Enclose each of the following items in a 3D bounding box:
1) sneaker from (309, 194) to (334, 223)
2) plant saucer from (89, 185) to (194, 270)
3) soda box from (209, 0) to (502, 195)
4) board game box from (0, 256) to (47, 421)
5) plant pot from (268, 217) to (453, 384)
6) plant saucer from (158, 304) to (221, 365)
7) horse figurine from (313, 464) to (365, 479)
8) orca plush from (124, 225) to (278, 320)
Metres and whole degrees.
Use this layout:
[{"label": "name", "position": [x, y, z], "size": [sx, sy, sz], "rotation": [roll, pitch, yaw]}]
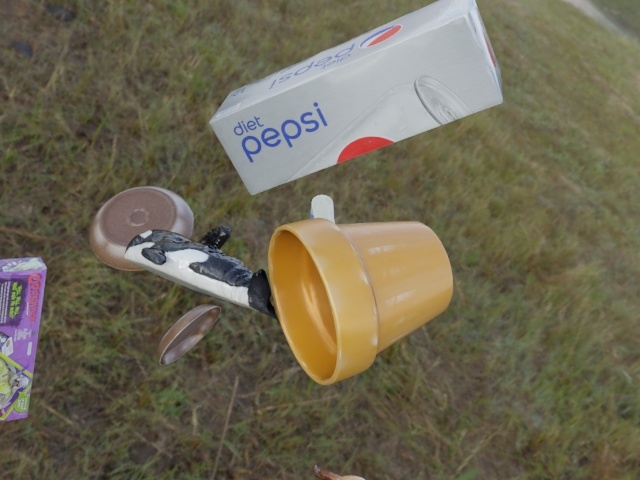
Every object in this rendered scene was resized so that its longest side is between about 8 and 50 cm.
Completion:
[{"label": "sneaker", "position": [0.001, 0.000, 1.346], "size": [0.058, 0.085, 0.152], "rotation": [0, 54, -3]}, {"label": "plant saucer", "position": [-0.338, -0.035, 1.377], "size": [0.198, 0.036, 0.199], "rotation": [-1, 53, 1]}, {"label": "soda box", "position": [0.036, -0.148, 0.760], "size": [0.098, 0.286, 0.091], "rotation": [62, 23, -25]}, {"label": "board game box", "position": [-0.617, 0.193, 1.317], "size": [0.208, 0.347, 0.056], "rotation": [-1, 30, -34]}, {"label": "plant pot", "position": [0.058, 0.059, 0.947], "size": [0.188, 0.205, 0.205], "rotation": [-15, 54, -22]}, {"label": "plant saucer", "position": [-0.278, 0.190, 1.531], "size": [0.029, 0.168, 0.168], "rotation": [42, 26, 12]}, {"label": "horse figurine", "position": [0.096, 0.565, 1.588], "size": [0.263, 0.174, 0.066], "rotation": [29, 52, 7]}, {"label": "orca plush", "position": [-0.162, 0.017, 1.047], "size": [0.151, 0.102, 0.287], "rotation": [35, -16, -38]}]
